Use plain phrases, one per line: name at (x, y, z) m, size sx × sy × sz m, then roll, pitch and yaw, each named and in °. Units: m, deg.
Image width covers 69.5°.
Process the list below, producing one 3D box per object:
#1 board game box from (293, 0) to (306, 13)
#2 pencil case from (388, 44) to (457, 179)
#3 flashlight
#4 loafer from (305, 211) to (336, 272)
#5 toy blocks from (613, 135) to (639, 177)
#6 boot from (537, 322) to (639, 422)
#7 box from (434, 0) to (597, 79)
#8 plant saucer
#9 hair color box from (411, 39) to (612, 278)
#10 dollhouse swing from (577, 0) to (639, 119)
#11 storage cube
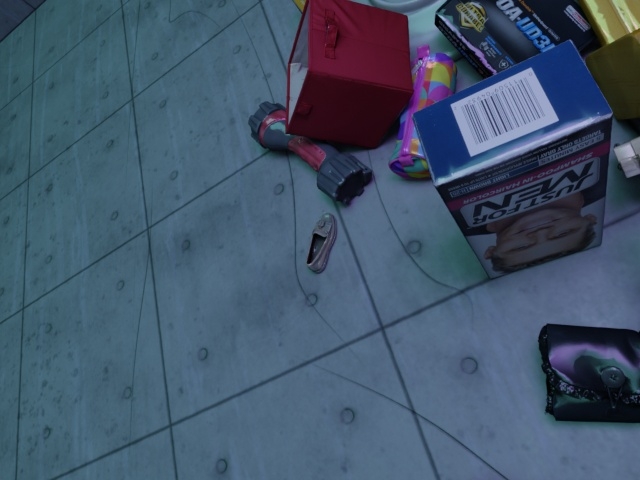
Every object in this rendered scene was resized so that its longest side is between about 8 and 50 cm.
board game box at (0.001, -0.486, 1.050) m, size 0.039 × 0.124 × 0.260 m, roll -34°, pitch 58°, yaw 15°
pencil case at (0.191, -0.232, 0.857) m, size 0.104 × 0.104 × 0.237 m, roll 2°, pitch 73°, yaw 30°
flashlight at (-0.035, -0.185, 0.968) m, size 0.304 × 0.103 × 0.103 m, roll 46°, pitch 122°, yaw 33°
loafer at (0.000, 0.000, 0.907) m, size 0.045 × 0.039 × 0.125 m, roll 4°, pitch 73°, yaw 31°
toy blocks at (0.535, -0.050, 0.496) m, size 0.308 × 0.288 × 0.260 m, roll -26°, pitch 90°, yaw 38°
boot at (0.387, 0.120, 0.579) m, size 0.207 × 0.094 × 0.247 m, roll 0°, pitch 94°, yaw 28°
box at (0.336, -0.372, 0.803) m, size 0.175 × 0.051 × 0.220 m, roll -40°, pitch 84°, yaw 9°
plant saucer at (0.211, -0.545, 0.971) m, size 0.400 × 0.100 × 0.401 m, roll -11°, pitch 66°, yaw 25°
hair color box at (0.260, -0.067, 0.598) m, size 0.173 × 0.347 × 0.105 m, roll -21°, pitch 61°, yaw 21°
dollhouse swing at (0.533, -0.375, 0.588) m, size 0.346 × 0.315 × 0.305 m, roll -24°, pitch 95°, yaw 19°
storage cube at (0.047, -0.310, 0.869) m, size 0.193 × 0.215 × 0.184 m, roll 7°, pitch 67°, yaw -15°
